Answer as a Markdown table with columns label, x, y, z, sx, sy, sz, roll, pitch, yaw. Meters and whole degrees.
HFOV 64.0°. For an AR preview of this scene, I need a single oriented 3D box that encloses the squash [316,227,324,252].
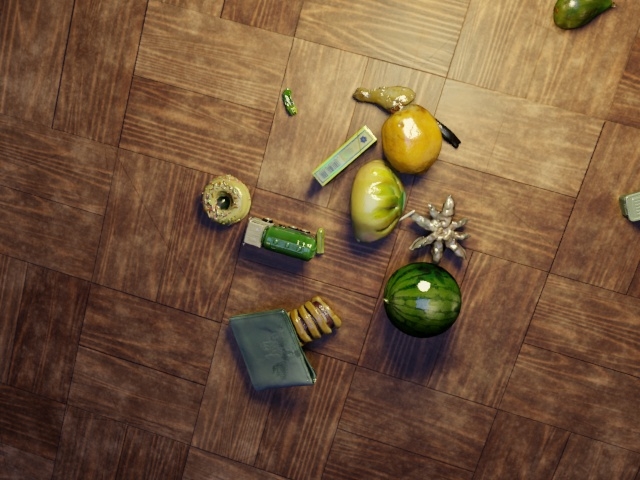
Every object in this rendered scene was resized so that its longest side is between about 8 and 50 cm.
| label | x | y | z | sx | sy | sz | roll | pitch | yaw |
| --- | --- | --- | --- | --- | --- | --- | --- | --- | --- |
| squash | 0.000 | 0.000 | 1.718 | 0.028 | 0.027 | 0.083 | 2 | 100 | 7 |

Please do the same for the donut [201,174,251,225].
| label | x | y | z | sx | sy | sz | roll | pitch | yaw |
| --- | --- | --- | --- | --- | --- | --- | --- | --- | --- |
| donut | -0.320 | -0.133 | 1.717 | 0.175 | 0.068 | 0.174 | 1 | 100 | 6 |

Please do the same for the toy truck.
| label | x | y | z | sx | sy | sz | roll | pitch | yaw |
| --- | --- | --- | --- | --- | --- | --- | --- | --- | --- |
| toy truck | -0.130 | 0.000 | 1.685 | 0.243 | 0.125 | 0.101 | 17 | 101 | 5 |

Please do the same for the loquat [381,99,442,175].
| label | x | y | z | sx | sy | sz | roll | pitch | yaw |
| --- | --- | --- | --- | --- | --- | --- | --- | --- | --- |
| loquat | 0.276 | -0.310 | 1.553 | 0.176 | 0.187 | 0.234 | -13 | 105 | 20 |

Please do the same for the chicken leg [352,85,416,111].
| label | x | y | z | sx | sy | sz | roll | pitch | yaw |
| --- | --- | --- | --- | --- | --- | --- | --- | --- | --- |
| chicken leg | 0.196 | -0.449 | 1.606 | 0.198 | 0.069 | 0.084 | 11 | 98 | 12 |

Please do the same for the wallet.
| label | x | y | z | sx | sy | sz | roll | pitch | yaw |
| --- | --- | --- | --- | --- | --- | --- | --- | --- | --- |
| wallet | -0.165 | 0.372 | 1.736 | 0.252 | 0.054 | 0.290 | -13 | 101 | 30 |

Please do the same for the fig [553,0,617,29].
| label | x | y | z | sx | sy | sz | roll | pitch | yaw |
| --- | --- | --- | --- | --- | --- | --- | --- | --- | --- |
| fig | 0.766 | -0.678 | 1.484 | 0.178 | 0.117 | 0.117 | -15 | 97 | -7 |

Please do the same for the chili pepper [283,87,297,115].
| label | x | y | z | sx | sy | sz | roll | pitch | yaw |
| --- | --- | --- | --- | --- | --- | --- | --- | --- | --- |
| chili pepper | -0.100 | -0.448 | 1.663 | 0.030 | 0.034 | 0.091 | -19 | 96 | -24 |

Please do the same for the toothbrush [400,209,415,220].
| label | x | y | z | sx | sy | sz | roll | pitch | yaw |
| --- | --- | --- | --- | --- | --- | --- | --- | --- | --- |
| toothbrush | 0.245 | -0.053 | 1.655 | 0.162 | 0.014 | 0.017 | -35 | 85 | 36 |

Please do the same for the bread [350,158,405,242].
| label | x | y | z | sx | sy | sz | roll | pitch | yaw |
| --- | --- | --- | --- | --- | --- | --- | --- | --- | --- |
| bread | 0.172 | -0.121 | 1.599 | 0.158 | 0.156 | 0.260 | 4 | 101 | 22 |

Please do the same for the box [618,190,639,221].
| label | x | y | z | sx | sy | sz | roll | pitch | yaw |
| --- | --- | --- | --- | --- | --- | --- | --- | --- | --- |
| box | 0.977 | -0.113 | 1.559 | 0.123 | 0.069 | 0.084 | -15 | 98 | 9 |

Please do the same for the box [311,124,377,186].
| label | x | y | z | sx | sy | sz | roll | pitch | yaw |
| --- | --- | --- | --- | --- | --- | --- | --- | --- | --- |
| box | 0.079 | -0.265 | 1.610 | 0.220 | 0.141 | 0.064 | -38 | 92 | 12 |

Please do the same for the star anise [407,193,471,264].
| label | x | y | z | sx | sy | sz | roll | pitch | yaw |
| --- | --- | --- | --- | --- | --- | --- | --- | --- | --- |
| star anise | 0.381 | -0.033 | 1.632 | 0.229 | 0.093 | 0.236 | 22 | 105 | 4 |

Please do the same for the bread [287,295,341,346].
| label | x | y | z | sx | sy | sz | roll | pitch | yaw |
| --- | --- | --- | --- | --- | --- | --- | --- | --- | --- |
| bread | -0.050 | 0.286 | 1.741 | 0.225 | 0.081 | 0.134 | -29 | 93 | 14 |

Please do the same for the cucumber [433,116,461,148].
| label | x | y | z | sx | sy | sz | roll | pitch | yaw |
| --- | --- | --- | --- | --- | --- | --- | --- | --- | --- |
| cucumber | 0.389 | -0.344 | 1.613 | 0.135 | 0.034 | 0.033 | 39 | 96 | 0 |

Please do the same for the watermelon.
| label | x | y | z | sx | sy | sz | roll | pitch | yaw |
| --- | --- | --- | --- | --- | --- | --- | --- | --- | --- |
| watermelon | 0.317 | 0.187 | 1.603 | 0.243 | 0.242 | 0.242 | 1 | 99 | 7 |
